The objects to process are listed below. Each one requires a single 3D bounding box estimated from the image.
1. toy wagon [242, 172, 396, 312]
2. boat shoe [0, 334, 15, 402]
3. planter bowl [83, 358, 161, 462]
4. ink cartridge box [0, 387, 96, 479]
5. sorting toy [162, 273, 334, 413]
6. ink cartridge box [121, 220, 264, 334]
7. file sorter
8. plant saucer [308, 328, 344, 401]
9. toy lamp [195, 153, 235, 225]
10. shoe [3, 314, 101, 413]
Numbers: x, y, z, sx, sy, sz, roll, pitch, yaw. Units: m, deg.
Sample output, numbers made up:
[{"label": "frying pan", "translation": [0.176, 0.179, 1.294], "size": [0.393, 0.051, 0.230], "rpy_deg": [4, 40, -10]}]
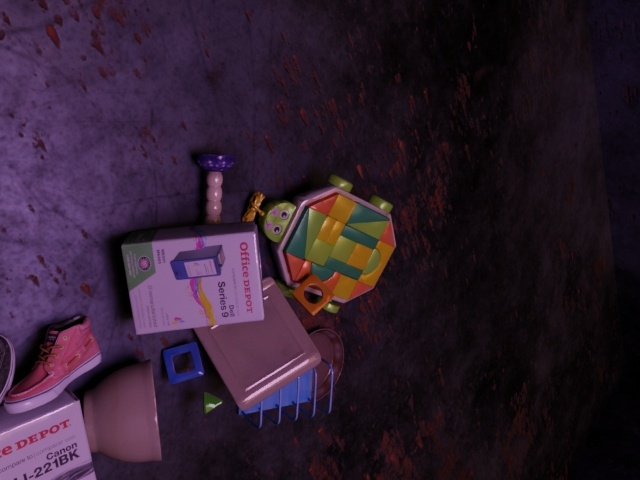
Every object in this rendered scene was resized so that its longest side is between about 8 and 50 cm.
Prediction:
[{"label": "toy wagon", "translation": [0.000, 0.000, 1.188], "size": [0.344, 0.068, 0.267], "rpy_deg": [23, 97, -35]}, {"label": "boat shoe", "translation": [-0.455, 0.200, 0.746], "size": [0.077, 0.219, 0.070], "rpy_deg": [17, 128, -15]}, {"label": "planter bowl", "translation": [-0.319, 0.282, 0.932], "size": [0.109, 0.162, 0.162], "rpy_deg": [-7, 105, -17]}, {"label": "ink cartridge box", "translation": [-0.440, 0.369, 0.841], "size": [0.196, 0.114, 0.273], "rpy_deg": [-18, 110, -41]}, {"label": "sorting toy", "translation": [-0.120, 0.192, 1.099], "size": [0.347, 0.047, 0.196], "rpy_deg": [-28, 80, -20]}, {"label": "ink cartridge box", "translation": [-0.203, 0.058, 0.956], "size": [0.212, 0.093, 0.155], "rpy_deg": [-5, 105, -7]}, {"label": "file sorter", "translation": [-0.070, 0.301, 1.180], "size": [0.170, 0.104, 0.118], "rpy_deg": [-2, 100, -31]}, {"label": "plant saucer", "translation": [-0.014, 0.279, 1.310], "size": [0.168, 0.029, 0.169], "rpy_deg": [-12, 108, -43]}, {"label": "toy lamp", "translation": [-0.195, -0.015, 1.037], "size": [0.080, 0.080, 0.275], "rpy_deg": [-4, 98, -44]}, {"label": "shoe", "translation": [-0.397, 0.176, 0.853], "size": [0.178, 0.063, 0.081], "rpy_deg": [-42, 125, -66]}]
